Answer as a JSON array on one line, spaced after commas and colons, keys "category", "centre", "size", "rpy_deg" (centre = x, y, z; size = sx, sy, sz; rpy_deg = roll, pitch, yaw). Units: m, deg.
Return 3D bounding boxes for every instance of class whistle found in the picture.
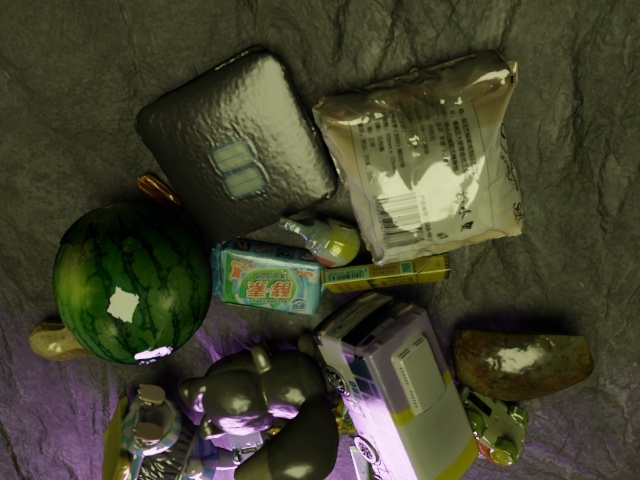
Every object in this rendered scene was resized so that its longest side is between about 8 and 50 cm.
[{"category": "whistle", "centre": [0.000, 0.000, 1.256], "size": [0.223, 0.123, 0.123], "rpy_deg": [18, 122, -37]}]

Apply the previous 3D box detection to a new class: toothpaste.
[{"category": "toothpaste", "centre": [0.126, 0.687, 1.684], "size": [0.052, 0.033, 0.218], "rpy_deg": [-7, 114, 5]}]

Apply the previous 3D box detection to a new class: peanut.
[{"category": "peanut", "centre": [-0.632, 0.246, 1.479], "size": [0.274, 0.111, 0.125], "rpy_deg": [-8, 112, 10]}]

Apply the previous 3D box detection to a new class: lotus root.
[{"category": "lotus root", "centre": [0.478, 0.292, 1.353], "size": [0.313, 0.142, 0.210], "rpy_deg": [-11, 95, 4]}]

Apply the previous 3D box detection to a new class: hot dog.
[{"category": "hot dog", "centre": [-0.367, -0.107, 1.311], "size": [0.049, 0.037, 0.122], "rpy_deg": [-41, 113, 11]}]

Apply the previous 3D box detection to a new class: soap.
[{"category": "soap", "centre": [-0.121, 0.086, 1.362], "size": [0.293, 0.077, 0.156], "rpy_deg": [8, 118, 2]}]

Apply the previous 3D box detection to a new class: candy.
[{"category": "candy", "centre": [0.019, 0.490, 1.544], "size": [0.297, 0.081, 0.187], "rpy_deg": [-24, 133, 14]}]

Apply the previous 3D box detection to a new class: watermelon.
[{"category": "watermelon", "centre": [-0.403, 0.095, 1.254], "size": [0.362, 0.363, 0.364], "rpy_deg": [2, 118, 4]}]

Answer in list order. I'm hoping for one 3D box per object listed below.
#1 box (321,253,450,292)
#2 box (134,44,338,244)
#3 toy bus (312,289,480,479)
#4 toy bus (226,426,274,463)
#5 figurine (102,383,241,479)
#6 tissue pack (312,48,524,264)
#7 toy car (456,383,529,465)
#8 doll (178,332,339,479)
[{"category": "box", "centre": [0.150, 0.077, 1.297], "size": [0.278, 0.153, 0.041], "rpy_deg": [-7, 76, 10]}, {"category": "box", "centre": [-0.171, -0.189, 1.216], "size": [0.359, 0.091, 0.350], "rpy_deg": [-22, 113, 17]}, {"category": "toy bus", "centre": [0.181, 0.353, 1.328], "size": [0.249, 0.209, 0.440], "rpy_deg": [2, 118, 56]}, {"category": "toy bus", "centre": [-0.162, 0.616, 1.613], "size": [0.108, 0.136, 0.330], "rpy_deg": [-12, 116, 9]}, {"category": "figurine", "centre": [-0.372, 0.551, 1.560], "size": [0.377, 0.266, 0.361], "rpy_deg": [14, 136, -29]}, {"category": "tissue pack", "centre": [0.209, -0.148, 1.141], "size": [0.389, 0.195, 0.376], "rpy_deg": [-11, 112, 11]}, {"category": "toy car", "centre": [0.401, 0.490, 1.495], "size": [0.235, 0.145, 0.235], "rpy_deg": [20, 134, 22]}, {"category": "doll", "centre": [-0.156, 0.407, 1.370], "size": [0.382, 0.379, 0.252], "rpy_deg": [-22, 115, 5]}]
